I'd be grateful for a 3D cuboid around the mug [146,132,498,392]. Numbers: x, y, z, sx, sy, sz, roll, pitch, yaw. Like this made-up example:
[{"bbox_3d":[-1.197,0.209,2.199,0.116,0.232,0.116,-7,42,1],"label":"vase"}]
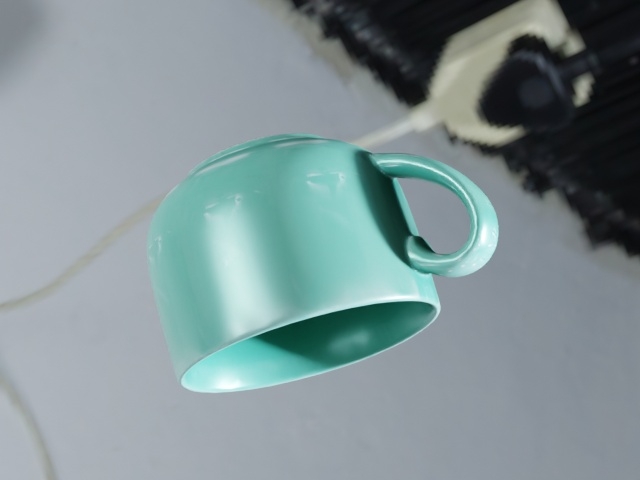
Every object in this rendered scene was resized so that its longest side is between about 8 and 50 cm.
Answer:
[{"bbox_3d":[-0.005,0.004,0.931,0.158,0.129,0.097,-13,74,-13],"label":"mug"}]
